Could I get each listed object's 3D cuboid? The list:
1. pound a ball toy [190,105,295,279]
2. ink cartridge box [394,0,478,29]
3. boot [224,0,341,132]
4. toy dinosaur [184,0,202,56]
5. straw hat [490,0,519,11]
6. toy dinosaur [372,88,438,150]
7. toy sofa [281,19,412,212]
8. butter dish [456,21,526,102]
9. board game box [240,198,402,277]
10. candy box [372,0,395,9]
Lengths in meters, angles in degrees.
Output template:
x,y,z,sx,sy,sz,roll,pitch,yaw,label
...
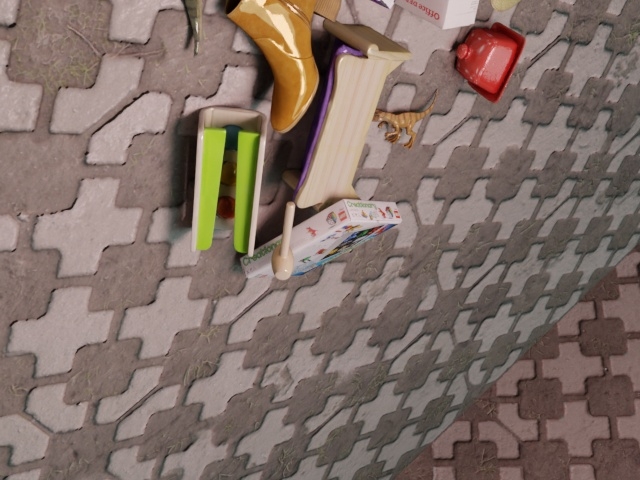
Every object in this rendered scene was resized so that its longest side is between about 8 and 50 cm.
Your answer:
x,y,z,sx,sy,sz,roll,pitch,yaw,label
-0.140,-0.090,1.620,0.208,0.136,0.319,5,125,-6,pound a ball toy
0.236,-0.541,1.618,0.092,0.160,0.219,-20,134,-32,ink cartridge box
-0.091,-0.356,1.494,0.211,0.104,0.295,15,99,-44,boot
-0.191,-0.437,1.361,0.118,0.064,0.268,-31,142,-17,toy dinosaur
0.457,-0.576,1.897,0.144,0.061,0.144,-28,139,-27,straw hat
0.201,-0.270,1.901,0.211,0.064,0.112,-16,131,-37,toy dinosaur
0.024,-0.245,1.669,0.177,0.150,0.363,-6,126,-37,toy sofa
0.362,-0.415,1.892,0.118,0.160,0.160,12,115,-25,butter dish
0.000,0.000,1.791,0.305,0.053,0.193,-29,163,33,board game box
0.031,-0.493,1.445,0.196,0.165,0.070,17,107,-50,candy box
